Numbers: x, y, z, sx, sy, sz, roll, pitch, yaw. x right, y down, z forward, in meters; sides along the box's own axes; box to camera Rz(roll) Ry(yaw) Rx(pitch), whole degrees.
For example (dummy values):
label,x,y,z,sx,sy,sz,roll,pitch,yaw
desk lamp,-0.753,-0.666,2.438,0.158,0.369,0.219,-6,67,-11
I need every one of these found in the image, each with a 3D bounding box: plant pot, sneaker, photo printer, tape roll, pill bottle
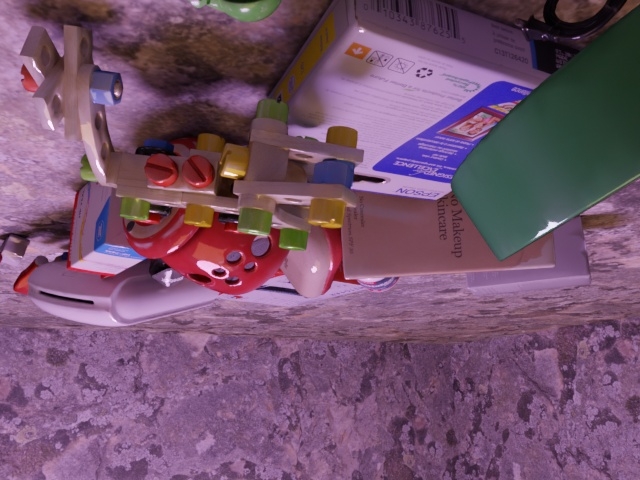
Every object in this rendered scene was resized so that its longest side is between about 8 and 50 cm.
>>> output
label,x,y,z,sx,sy,sz,roll,pitch,yaw
plant pot,-0.154,-0.039,0.749,0.191,0.191,0.174,-12,151,34
sneaker,-0.251,0.024,0.941,0.078,0.106,0.234,2,167,-21
photo printer,-0.394,0.092,1.100,0.256,0.107,0.308,6,-174,28
tape roll,0.253,-0.100,0.403,0.321,0.077,0.321,-29,168,-7
pill bottle,0.110,0.042,1.162,0.108,0.107,0.180,-5,163,13

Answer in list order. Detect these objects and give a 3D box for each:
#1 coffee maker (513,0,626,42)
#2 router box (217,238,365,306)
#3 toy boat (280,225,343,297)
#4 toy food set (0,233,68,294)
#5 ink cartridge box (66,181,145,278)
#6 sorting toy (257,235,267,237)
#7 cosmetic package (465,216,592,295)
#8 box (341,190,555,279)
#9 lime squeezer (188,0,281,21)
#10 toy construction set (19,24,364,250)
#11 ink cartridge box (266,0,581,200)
label,x,y,z,sx,sy,sz,roll,pitch,yaw
coffee maker,0.123,-0.204,0.219,0.120,0.171,0.178,15,175,45
router box,-0.089,0.087,1.344,0.301,0.082,0.335,12,159,-37
toy boat,0.000,0.000,1.007,0.151,0.151,0.231,-33,165,-17
toy food set,-0.594,0.033,1.117,0.232,0.111,0.104,25,120,-36
ink cartridge box,-0.335,-0.024,0.863,0.078,0.134,0.231,13,158,-37
sorting toy,-0.193,-0.036,1.016,0.193,0.038,0.208,-3,168,7
cosmetic package,0.424,0.037,1.134,0.238,0.127,0.107,-6,162,23
box,0.194,-0.017,0.872,0.311,0.147,0.121,-5,176,10
lime squeezer,-0.076,-0.211,0.386,0.311,0.058,0.110,8,161,-26
toy construction set,-0.126,-0.077,0.535,0.328,0.151,0.215,22,175,1
ink cartridge box,0.099,-0.139,0.629,0.304,0.072,0.307,6,165,-25
